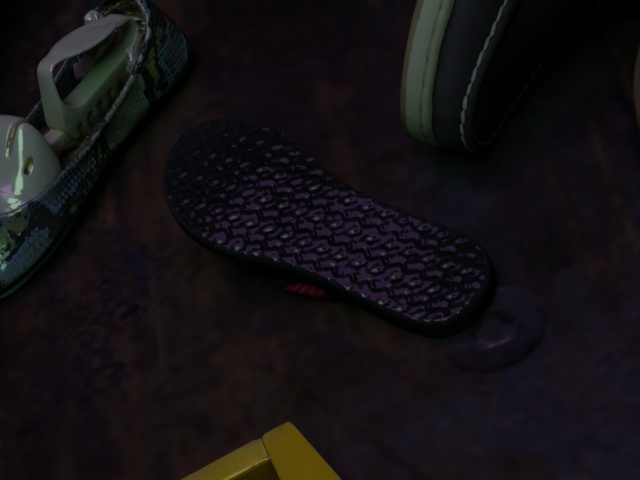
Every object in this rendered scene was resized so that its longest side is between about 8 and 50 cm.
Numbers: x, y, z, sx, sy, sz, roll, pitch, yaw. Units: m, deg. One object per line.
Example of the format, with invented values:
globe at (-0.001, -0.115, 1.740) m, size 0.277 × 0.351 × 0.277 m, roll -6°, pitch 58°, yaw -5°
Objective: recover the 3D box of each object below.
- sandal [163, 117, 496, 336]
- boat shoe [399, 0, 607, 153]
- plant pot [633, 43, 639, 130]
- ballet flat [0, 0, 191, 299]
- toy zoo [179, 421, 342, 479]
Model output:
sandal at (0.000, 0.000, 0.902) m, size 0.179 × 0.040 × 0.067 m, roll 28°, pitch 70°, yaw 26°
boat shoe at (0.131, -0.161, 0.894) m, size 0.092 × 0.103 × 0.285 m, roll 28°, pitch 90°, yaw 20°
plant pot at (0.240, -0.103, 0.821) m, size 0.237 × 0.109 × 0.237 m, roll -14°, pitch 44°, yaw 14°
ballet flat at (-0.137, -0.056, 1.001) m, size 0.070 × 0.070 × 0.188 m, roll 10°, pitch 55°, yaw 34°
toy zoo at (-0.066, 0.186, 0.753) m, size 0.293 × 0.030 × 0.192 m, roll -28°, pitch 42°, yaw -1°
